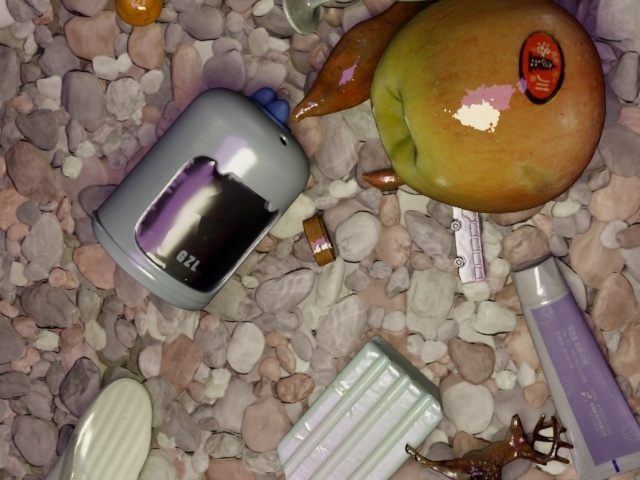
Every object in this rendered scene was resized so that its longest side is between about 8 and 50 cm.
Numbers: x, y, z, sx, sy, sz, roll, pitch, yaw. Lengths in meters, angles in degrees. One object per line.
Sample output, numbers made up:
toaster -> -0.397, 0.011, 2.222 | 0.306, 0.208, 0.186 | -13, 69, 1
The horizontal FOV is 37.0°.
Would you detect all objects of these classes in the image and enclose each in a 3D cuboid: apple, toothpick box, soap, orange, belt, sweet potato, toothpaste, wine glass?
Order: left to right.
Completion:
orange -> -0.308, -0.404, 1.631 | 0.083, 0.070, 0.083 | -1, 77, 3
toothpick box -> -0.175, -0.094, 1.542 | 0.263, 0.263, 0.355 | 42, 97, 7
belt -> 0.000, 0.000, 1.591 | 0.036, 0.059, 0.083 | -22, 76, 9
soap -> 0.057, 0.318, 1.568 | 0.173, 0.095, 0.289 | 41, 98, 6
sweet potato -> 0.083, -0.302, 1.539 | 0.112, 0.112, 0.359 | 45, 74, 6
wine glass -> 0.088, -0.477, 1.470 | 0.309, 0.096, 0.264 | -7, 81, 36
sweet potato -> 0.116, -0.102, 1.580 | 0.095, 0.034, 0.034 | -2, 91, 11
apple -> 0.235, -0.204, 1.401 | 0.304, 0.338, 0.339 | -5, 90, -8
toothpaste -> 0.404, 0.207, 1.518 | 0.125, 0.080, 0.371 | -23, 92, 10

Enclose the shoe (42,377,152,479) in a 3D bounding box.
shoe -> -0.408, 0.406, 1.651 | 0.131, 0.160, 0.363 | 29, 76, -23

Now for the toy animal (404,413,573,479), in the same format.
toy animal -> 0.258, 0.371, 1.469 | 0.259, 0.087, 0.244 | 12, 57, -8

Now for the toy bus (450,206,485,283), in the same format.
toy bus -> 0.240, 0.004, 1.558 | 0.052, 0.037, 0.131 | -6, 91, 8
